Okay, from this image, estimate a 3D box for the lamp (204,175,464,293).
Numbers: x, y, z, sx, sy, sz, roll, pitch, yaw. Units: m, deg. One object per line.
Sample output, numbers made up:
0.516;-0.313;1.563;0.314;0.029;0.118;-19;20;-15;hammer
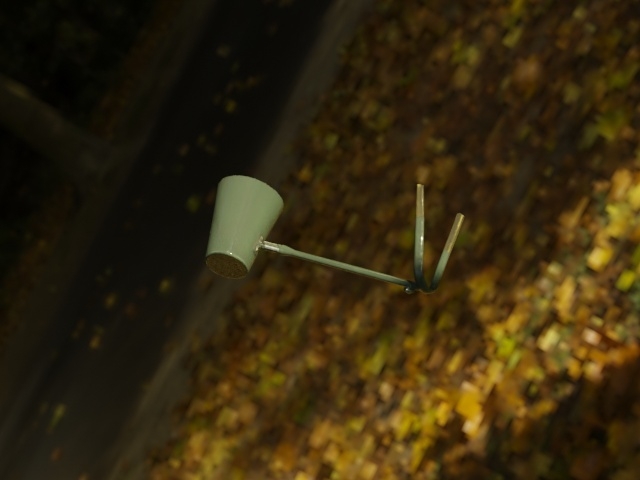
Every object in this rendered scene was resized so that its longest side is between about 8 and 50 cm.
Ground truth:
-0.001;0.000;0.725;0.121;0.041;0.054;-1;53;30;lamp
